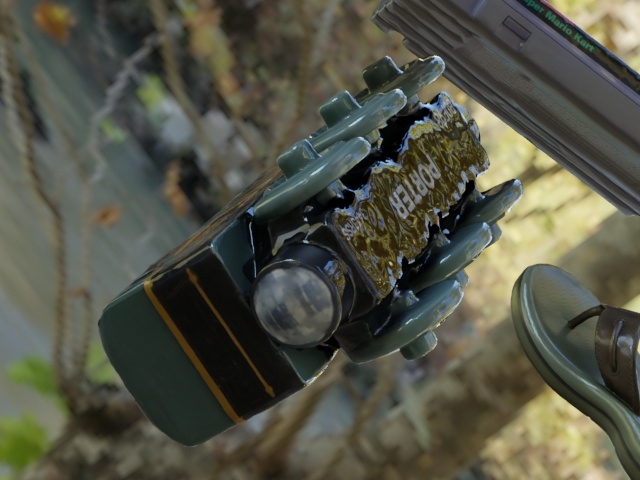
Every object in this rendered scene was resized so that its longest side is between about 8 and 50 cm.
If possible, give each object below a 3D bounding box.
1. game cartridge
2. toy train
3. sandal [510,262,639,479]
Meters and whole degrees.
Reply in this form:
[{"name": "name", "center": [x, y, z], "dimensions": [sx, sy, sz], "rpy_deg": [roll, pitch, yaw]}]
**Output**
[{"name": "game cartridge", "center": [0.218, -0.129, 1.764], "dimensions": [0.355, 0.068, 0.230], "rpy_deg": [37, -12, -6]}, {"name": "toy train", "center": [0.000, 0.000, 1.198], "dimensions": [0.142, 0.190, 0.334], "rpy_deg": [57, 25, -8]}, {"name": "sandal", "center": [0.251, 0.110, 1.485], "dimensions": [0.120, 0.086, 0.303], "rpy_deg": [14, 26, -37]}]
